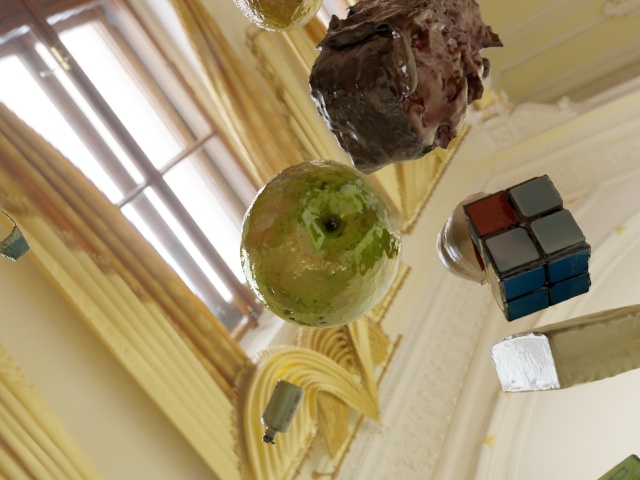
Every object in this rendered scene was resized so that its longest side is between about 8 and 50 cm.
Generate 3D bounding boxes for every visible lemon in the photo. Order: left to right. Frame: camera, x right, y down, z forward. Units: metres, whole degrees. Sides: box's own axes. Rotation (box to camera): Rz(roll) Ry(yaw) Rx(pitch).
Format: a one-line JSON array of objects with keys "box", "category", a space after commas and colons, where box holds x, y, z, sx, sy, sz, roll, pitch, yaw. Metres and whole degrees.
[{"box": [-0.086, -0.508, 1.343, 0.188, 0.188, 0.256, -35, -134, -1], "category": "lemon"}]

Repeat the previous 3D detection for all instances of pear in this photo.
[{"box": [0.000, 0.000, 1.509, 0.391, 0.391, 0.391, -32, -164, 10], "category": "pear"}]

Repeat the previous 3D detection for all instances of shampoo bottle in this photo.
[{"box": [-0.105, 0.445, 1.780, 0.079, 0.079, 0.162, -4, -122, 61], "category": "shampoo bottle"}]

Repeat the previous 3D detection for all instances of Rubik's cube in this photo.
[{"box": [0.379, 0.016, 1.269, 0.167, 0.183, 0.180, -21, -126, 5], "category": "Rubik's cube"}]

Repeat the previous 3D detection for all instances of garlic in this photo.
[{"box": [0.377, -0.024, 1.481, 0.281, 0.185, 0.203, -18, -124, 38], "category": "garlic"}]

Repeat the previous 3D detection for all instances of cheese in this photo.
[{"box": [0.501, 0.207, 1.328, 0.266, 0.123, 0.242, -12, 173, -15], "category": "cheese"}]

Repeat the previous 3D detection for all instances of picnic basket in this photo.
[{"box": [-0.536, -0.001, 1.177, 0.065, 0.083, 0.083, -45, -172, -15], "category": "picnic basket"}]

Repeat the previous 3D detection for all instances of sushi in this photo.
[{"box": [0.107, -0.230, 0.897, 0.182, 0.196, 0.343, -25, -155, 34], "category": "sushi"}]

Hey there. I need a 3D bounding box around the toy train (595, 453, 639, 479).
[{"box": [0.427, 0.453, 0.956, 0.253, 0.160, 0.397, -40, 174, 7], "category": "toy train"}]
